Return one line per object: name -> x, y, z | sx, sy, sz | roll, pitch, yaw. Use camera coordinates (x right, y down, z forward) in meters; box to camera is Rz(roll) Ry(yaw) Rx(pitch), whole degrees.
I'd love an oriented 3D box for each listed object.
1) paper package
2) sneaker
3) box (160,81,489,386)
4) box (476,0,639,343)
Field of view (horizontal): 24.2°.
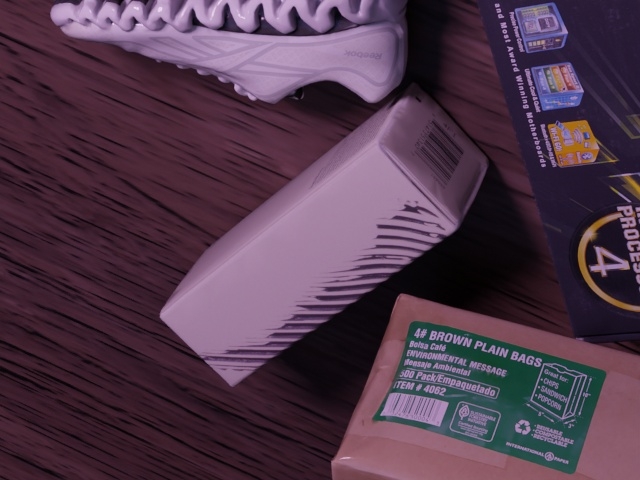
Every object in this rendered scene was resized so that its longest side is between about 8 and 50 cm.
paper package -> 0.189, 0.223, 1.177 | 0.325, 0.168, 0.309 | 14, 143, 15
sneaker -> -0.071, -0.159, 1.137 | 0.292, 0.110, 0.118 | 5, 131, 21
box -> 0.000, 0.000, 1.197 | 0.094, 0.113, 0.275 | 45, 128, -10
box -> 0.285, -0.121, 1.009 | 0.318, 0.097, 0.395 | -7, 118, 24
